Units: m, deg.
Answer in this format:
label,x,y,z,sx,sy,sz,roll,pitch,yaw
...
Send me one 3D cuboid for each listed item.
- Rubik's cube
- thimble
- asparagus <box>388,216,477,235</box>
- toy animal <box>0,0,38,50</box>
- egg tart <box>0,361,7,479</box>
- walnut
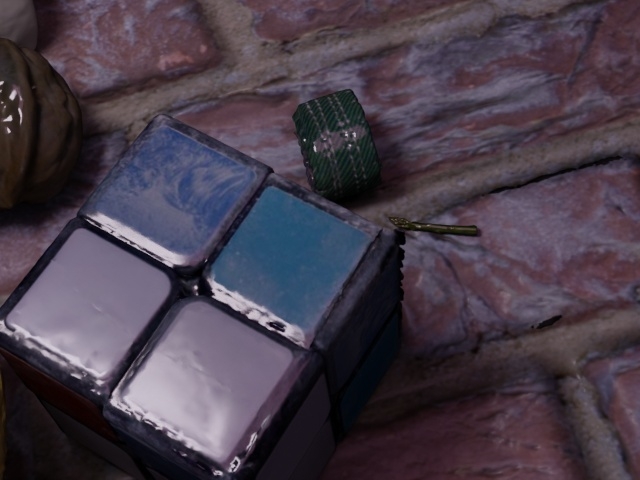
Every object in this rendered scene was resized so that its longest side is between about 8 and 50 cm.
label,x,y,z,sx,sy,sz,roll,pitch,yaw
Rubik's cube,-0.115,0.106,1.277,0.313,0.316,0.318,28,67,16
thimble,0.019,-0.120,1.488,0.090,0.118,0.135,-16,63,-4
asparagus,0.142,-0.018,1.486,0.114,0.014,0.015,7,30,7
toy animal,-0.572,-0.298,1.557,0.368,0.241,0.196,-32,64,-12
egg tart,-0.448,0.204,1.256,0.132,0.345,0.345,4,58,-33
walnut,-0.410,-0.142,1.494,0.224,0.224,0.224,-2,63,4
